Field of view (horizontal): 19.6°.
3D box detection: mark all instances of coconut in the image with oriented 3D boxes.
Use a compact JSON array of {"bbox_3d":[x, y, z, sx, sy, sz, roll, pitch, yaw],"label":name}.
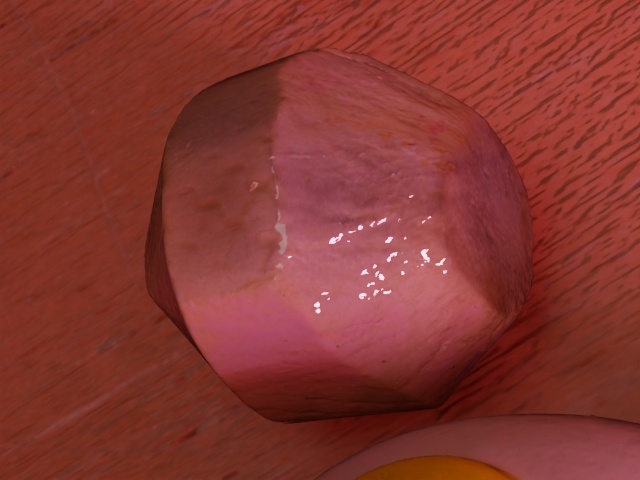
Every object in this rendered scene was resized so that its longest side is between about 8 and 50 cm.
[{"bbox_3d":[0.000,0.000,1.209,0.259,0.259,0.259,-13,61,24],"label":"coconut"}]

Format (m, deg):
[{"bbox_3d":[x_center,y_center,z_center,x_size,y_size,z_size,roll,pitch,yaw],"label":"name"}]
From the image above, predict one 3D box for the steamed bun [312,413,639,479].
[{"bbox_3d":[0.117,0.252,0.967,0.374,0.334,0.334,-7,63,36],"label":"steamed bun"}]
